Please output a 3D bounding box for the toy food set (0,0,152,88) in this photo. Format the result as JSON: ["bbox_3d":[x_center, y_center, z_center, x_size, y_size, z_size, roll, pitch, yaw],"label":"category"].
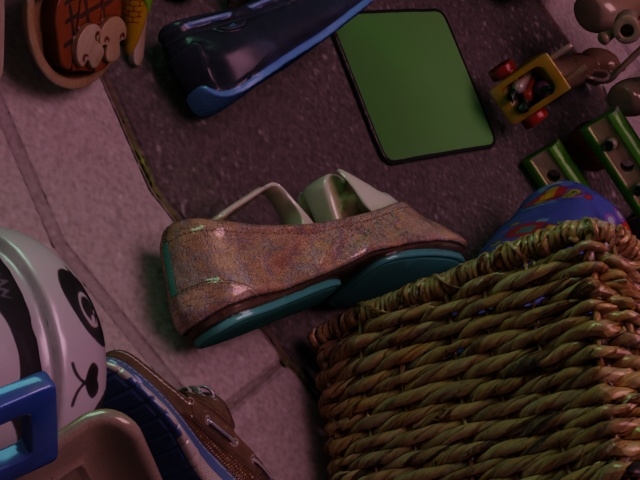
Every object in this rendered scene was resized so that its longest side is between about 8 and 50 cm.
[{"bbox_3d":[-0.163,-0.172,1.068,0.192,0.038,0.132,-22,121,-60],"label":"toy food set"}]

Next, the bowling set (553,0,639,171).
[{"bbox_3d":[0.311,-0.184,1.587,0.154,0.287,0.200,-18,127,-45],"label":"bowling set"}]

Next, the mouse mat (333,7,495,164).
[{"bbox_3d":[0.089,-0.149,1.423,0.189,0.007,0.153,-12,78,-51],"label":"mouse mat"}]

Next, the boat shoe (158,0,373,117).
[{"bbox_3d":[-0.033,-0.194,1.239,0.089,0.109,0.258,54,38,-5],"label":"boat shoe"}]

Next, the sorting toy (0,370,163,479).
[{"bbox_3d":[-0.173,0.171,0.793,0.196,0.348,0.047,-31,58,-14],"label":"sorting toy"}]

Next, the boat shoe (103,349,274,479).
[{"bbox_3d":[-0.095,0.135,1.027,0.183,0.066,0.066,55,34,-25],"label":"boat shoe"}]

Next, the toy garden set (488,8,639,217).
[{"bbox_3d":[0.298,-0.125,1.445,0.204,0.244,0.049,55,24,-10],"label":"toy garden set"}]

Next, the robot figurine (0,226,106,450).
[{"bbox_3d":[-0.243,0.078,0.800,0.278,0.209,0.174,-5,52,-48],"label":"robot figurine"}]

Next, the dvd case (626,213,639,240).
[{"bbox_3d":[0.437,0.012,1.694,0.238,0.029,0.179,-34,95,-51],"label":"dvd case"}]

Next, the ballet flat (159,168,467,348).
[{"bbox_3d":[0.000,0.000,1.171,0.316,0.107,0.106,-10,69,-51],"label":"ballet flat"}]

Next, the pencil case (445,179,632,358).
[{"bbox_3d":[0.184,0.051,1.301,0.306,0.119,0.133,-40,131,-59],"label":"pencil case"}]

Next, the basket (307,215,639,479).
[{"bbox_3d":[0.166,0.140,1.113,0.213,0.299,0.223,16,58,-42],"label":"basket"}]
